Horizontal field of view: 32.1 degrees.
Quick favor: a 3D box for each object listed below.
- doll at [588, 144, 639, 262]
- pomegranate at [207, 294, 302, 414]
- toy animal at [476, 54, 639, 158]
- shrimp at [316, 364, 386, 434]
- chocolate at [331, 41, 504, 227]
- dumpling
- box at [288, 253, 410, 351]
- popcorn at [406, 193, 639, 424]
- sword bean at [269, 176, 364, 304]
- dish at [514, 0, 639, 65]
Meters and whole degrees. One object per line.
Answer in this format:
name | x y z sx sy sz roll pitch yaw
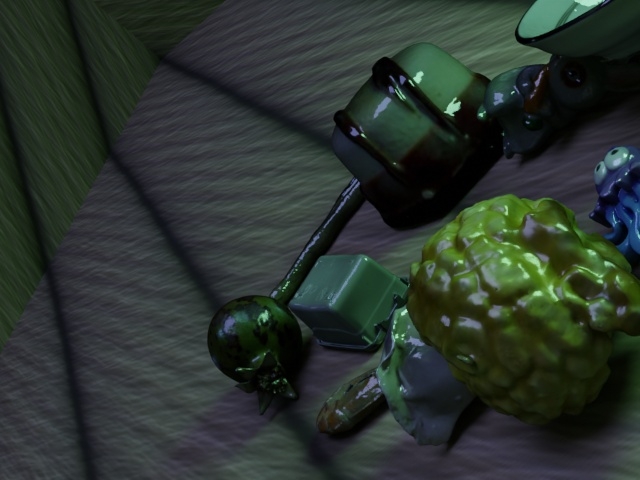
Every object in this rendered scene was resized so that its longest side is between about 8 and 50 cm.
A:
doll | 0.342 -0.038 1.201 0.110 0.067 0.206 -49 30 29
pomegranate | -0.100 0.161 1.644 0.148 0.148 0.169 -39 22 26
toy animal | 0.317 -0.208 1.463 0.236 0.108 0.138 -35 26 34
shrimp | 0.060 0.186 1.419 0.190 0.042 0.101 -38 17 31
chocolate | 0.131 -0.177 1.675 0.283 0.186 0.283 -41 24 22
dumpling | 0.125 0.134 1.252 0.188 0.127 0.108 -62 5 -18
box | 0.035 0.081 1.566 0.124 0.093 0.172 -57 22 -19
popcorn | 0.218 0.061 1.108 0.251 0.206 0.237 -12 27 41
sword bean | 0.000 0.001 1.852 0.269 0.038 0.043 -54 -3 -10
dish | 0.389 -0.306 1.343 0.316 0.106 0.316 -39 13 11
